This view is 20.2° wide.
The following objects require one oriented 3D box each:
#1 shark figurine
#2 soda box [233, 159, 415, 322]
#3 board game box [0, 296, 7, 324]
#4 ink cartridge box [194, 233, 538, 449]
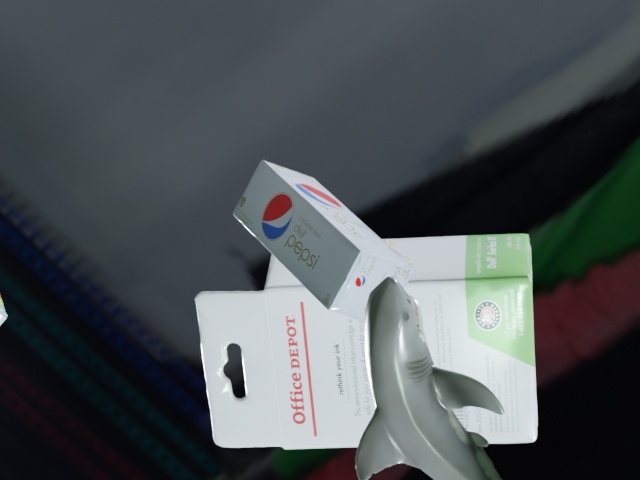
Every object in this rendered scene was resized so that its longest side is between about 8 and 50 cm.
[{"bbox_3d":[0.093,0.179,1.464,0.116,0.278,0.166,-34,174,-28],"label":"shark figurine"},{"bbox_3d":[0.000,0.000,1.769,0.216,0.074,0.069,43,-71,51],"label":"soda box"},{"bbox_3d":[-0.363,-0.005,1.392,0.142,0.144,0.275,-48,-138,19],"label":"board game box"},{"bbox_3d":[0.054,0.110,1.948,0.353,0.207,0.119,-2,-155,6],"label":"ink cartridge box"}]
